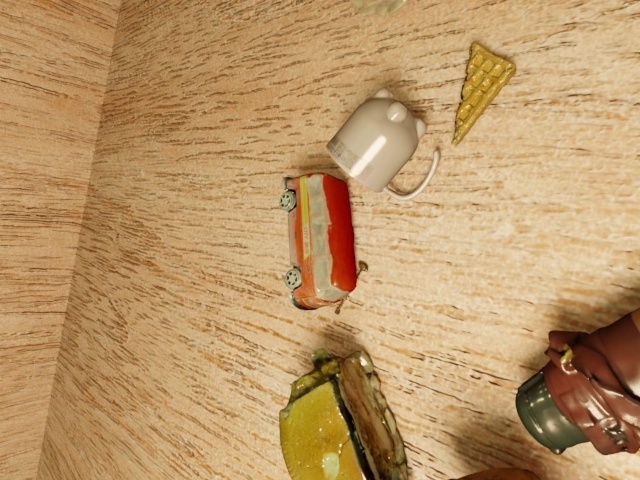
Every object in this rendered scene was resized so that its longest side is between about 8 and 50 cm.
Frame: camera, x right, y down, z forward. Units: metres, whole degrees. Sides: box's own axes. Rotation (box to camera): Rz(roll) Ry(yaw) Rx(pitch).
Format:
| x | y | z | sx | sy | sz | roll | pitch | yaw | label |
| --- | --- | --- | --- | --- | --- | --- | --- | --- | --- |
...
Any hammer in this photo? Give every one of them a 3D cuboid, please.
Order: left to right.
| x | y | z | sx | sy | sz | roll | pitch | yaw | label |
| --- | --- | --- | --- | --- | --- | --- | --- | --- | --- |
| 0.058 | 0.097 | 0.825 | 0.029 | 0.014 | 0.123 | 48 | 117 | 46 | hammer |

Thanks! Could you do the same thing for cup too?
| x | y | z | sx | sy | sz | roll | pitch | yaw | label |
| --- | --- | --- | --- | --- | --- | --- | --- | --- | --- |
| 0.115 | -0.168 | 0.732 | 0.142 | 0.134 | 0.173 | -48 | 56 | 23 | cup |

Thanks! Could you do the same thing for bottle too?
| x | y | z | sx | sy | sz | roll | pitch | yaw | label |
| --- | --- | --- | --- | --- | --- | --- | --- | --- | --- |
| 0.354 | 0.154 | 0.479 | 0.271 | 0.143 | 0.156 | -43 | 59 | 30 | bottle |

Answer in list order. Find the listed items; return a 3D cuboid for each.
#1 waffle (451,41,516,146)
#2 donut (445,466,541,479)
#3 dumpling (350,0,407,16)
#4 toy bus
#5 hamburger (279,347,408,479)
| x | y | z | sx | sy | sz | roll | pitch | yaw | label |
| --- | --- | --- | --- | --- | --- | --- | --- | --- | --- |
| 0.246 | -0.245 | 0.701 | 0.153 | 0.023 | 0.097 | -55 | 52 | 22 | waffle |
| 0.245 | 0.421 | 0.454 | 0.150 | 0.299 | 0.317 | -41 | 92 | 17 | donut |
| 0.100 | -0.515 | 0.809 | 0.229 | 0.124 | 0.151 | 39 | 147 | 29 | dumpling |
| 0.000 | 0.000 | 0.815 | 0.119 | 0.121 | 0.265 | -13 | 75 | 34 | toy bus |
| 0.028 | 0.332 | 0.716 | 0.192 | 0.167 | 0.288 | -35 | 63 | 31 | hamburger |
